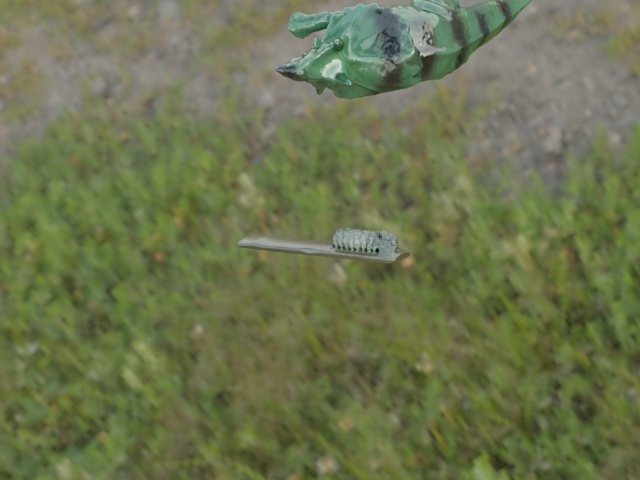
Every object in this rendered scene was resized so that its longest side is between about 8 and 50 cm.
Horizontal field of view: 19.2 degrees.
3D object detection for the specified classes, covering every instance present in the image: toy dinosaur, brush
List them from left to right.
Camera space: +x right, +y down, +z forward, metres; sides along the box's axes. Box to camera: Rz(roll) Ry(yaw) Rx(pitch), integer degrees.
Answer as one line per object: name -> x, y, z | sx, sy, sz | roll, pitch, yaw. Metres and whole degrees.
brush -> 0.000, 0.000, 1.837 | 0.190, 0.027, 0.034 | 5, 18, 36
toy dinosaur -> 0.071, -0.162, 1.514 | 0.120, 0.079, 0.292 | 0, 16, 38
